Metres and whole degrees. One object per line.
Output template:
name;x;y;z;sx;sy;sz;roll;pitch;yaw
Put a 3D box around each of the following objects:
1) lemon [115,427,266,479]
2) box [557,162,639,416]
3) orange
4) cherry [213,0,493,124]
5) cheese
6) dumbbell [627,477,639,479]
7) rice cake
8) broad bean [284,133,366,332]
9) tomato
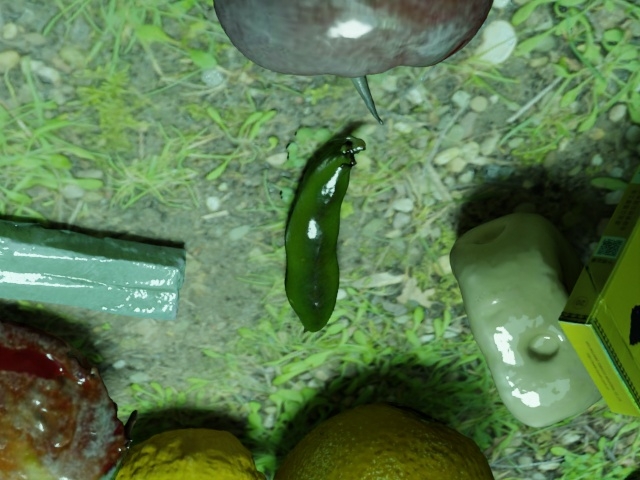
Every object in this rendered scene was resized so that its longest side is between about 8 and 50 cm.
lemon;-0.149;0.274;1.766;0.187;0.142;0.142;5;129;-19
box;0.331;0.018;1.597;0.041;0.279;0.153;9;146;39
orange;0.066;0.313;1.771;0.274;0.274;0.274;-7;131;-7
cherry;0.025;-0.231;1.326;0.236;0.213;0.285;-20;115;-24
cheese;0.220;0.082;1.644;0.117;0.218;0.235;-25;154;18
dumbbell;0.455;0.371;1.988;0.325;0.143;0.143;9;128;-21
rice cake;-0.240;0.030;1.600;0.226;0.040;0.085;9;127;-20
broad bean;-0.004;0.000;1.625;0.065;0.046;0.254;0;129;-12
tomato;-0.347;0.234;1.654;0.309;0.309;0.170;3;167;-15
